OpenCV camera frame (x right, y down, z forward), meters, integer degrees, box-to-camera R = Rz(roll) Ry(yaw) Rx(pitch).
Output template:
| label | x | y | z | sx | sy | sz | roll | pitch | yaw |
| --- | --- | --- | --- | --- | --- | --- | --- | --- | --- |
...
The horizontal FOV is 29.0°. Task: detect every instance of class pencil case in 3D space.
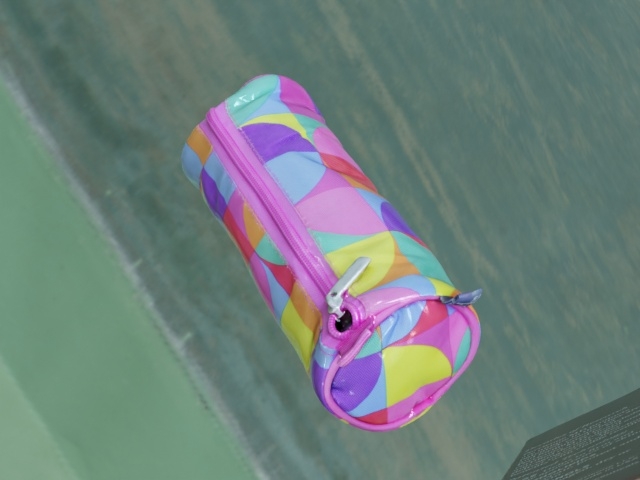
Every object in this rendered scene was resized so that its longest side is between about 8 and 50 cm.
| label | x | y | z | sx | sy | sz | roll | pitch | yaw |
| --- | --- | --- | --- | --- | --- | --- | --- | --- | --- |
| pencil case | 0.000 | 0.000 | 0.706 | 0.104 | 0.236 | 0.104 | -16 | 132 | -19 |

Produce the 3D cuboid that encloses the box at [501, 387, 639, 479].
| label | x | y | z | sx | sy | sz | roll | pitch | yaw |
| --- | --- | --- | --- | --- | --- | --- | --- | --- | --- |
| box | 0.204 | 0.213 | 0.776 | 0.143 | 0.381 | 0.191 | -27 | 83 | 16 |
